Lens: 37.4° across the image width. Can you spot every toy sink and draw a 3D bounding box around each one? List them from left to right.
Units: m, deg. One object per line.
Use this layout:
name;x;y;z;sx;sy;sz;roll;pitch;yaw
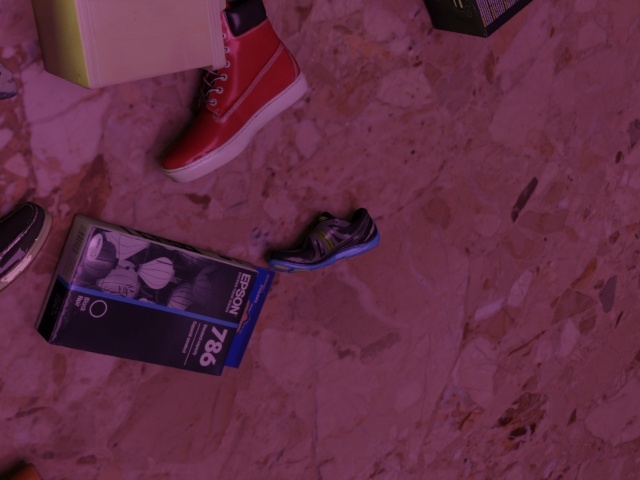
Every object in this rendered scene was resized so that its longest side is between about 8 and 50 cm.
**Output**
toy sink;-0.198;-0.264;1.111;0.234;0.153;0.131;-19;116;-30

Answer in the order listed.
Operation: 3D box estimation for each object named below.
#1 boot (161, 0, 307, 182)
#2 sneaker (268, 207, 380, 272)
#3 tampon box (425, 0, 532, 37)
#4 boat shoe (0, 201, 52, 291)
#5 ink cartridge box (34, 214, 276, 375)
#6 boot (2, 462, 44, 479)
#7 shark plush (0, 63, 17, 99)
boot;-0.141;-0.204;1.216;0.244;0.088;0.176;-46;126;-23
sneaker;0.000;0.000;1.408;0.188;0.067;0.078;-21;96;-26
tampon box;0.245;-0.390;1.396;0.161;0.120;0.101;-40;125;-18
boat shoe;-0.414;0.032;1.108;0.223;0.080;0.073;-45;131;-8
ink cartridge box;-0.202;0.086;1.288;0.332;0.065;0.165;16;96;-39
boot;-0.445;0.360;1.180;0.220;0.109;0.283;-39;126;-17
shark plush;-0.419;-0.164;1.054;0.161;0.073;0.067;-31;153;-29
